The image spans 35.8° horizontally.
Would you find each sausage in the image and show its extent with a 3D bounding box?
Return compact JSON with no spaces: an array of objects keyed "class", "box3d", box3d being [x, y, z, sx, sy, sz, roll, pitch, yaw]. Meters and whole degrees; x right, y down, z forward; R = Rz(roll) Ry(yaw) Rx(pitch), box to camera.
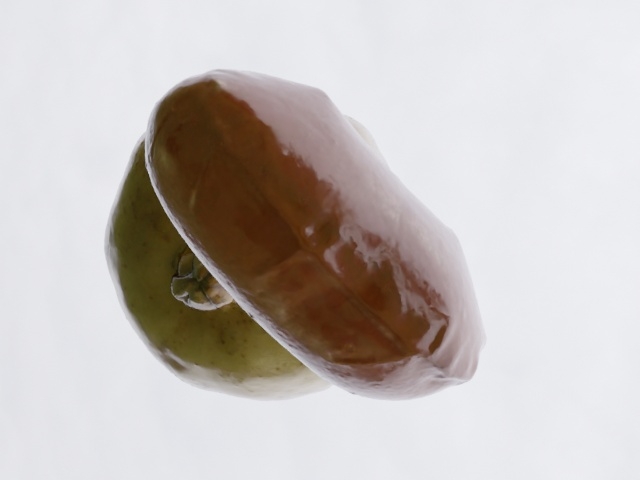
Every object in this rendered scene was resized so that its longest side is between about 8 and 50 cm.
[{"class":"sausage","box3d":[-0.001,0.001,0.606,0.133,0.133,0.258,-28,-68,40]}]

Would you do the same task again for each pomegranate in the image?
[{"class":"pomegranate","box3d":[-0.081,0.013,1.168,0.410,0.410,0.409,2,-87,44]}]
